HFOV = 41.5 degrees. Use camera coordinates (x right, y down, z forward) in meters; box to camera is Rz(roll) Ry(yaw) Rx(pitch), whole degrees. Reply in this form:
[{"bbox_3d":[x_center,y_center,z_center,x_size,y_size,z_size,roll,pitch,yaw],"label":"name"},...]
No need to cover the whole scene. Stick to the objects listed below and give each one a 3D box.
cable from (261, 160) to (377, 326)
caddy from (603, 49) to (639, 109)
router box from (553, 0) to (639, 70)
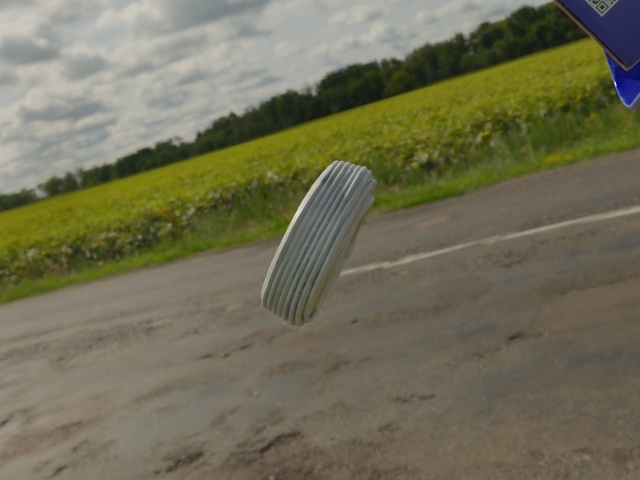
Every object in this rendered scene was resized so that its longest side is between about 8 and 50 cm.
[{"bbox_3d":[0.000,0.000,1.243,0.257,0.089,0.257,-60,-5,-32],"label":"cable"},{"bbox_3d":[0.405,-0.294,1.010,0.179,0.241,0.341,-10,-6,10],"label":"caddy"},{"bbox_3d":[0.328,-0.281,0.633,0.335,0.082,0.301,-45,-4,22],"label":"router box"}]
